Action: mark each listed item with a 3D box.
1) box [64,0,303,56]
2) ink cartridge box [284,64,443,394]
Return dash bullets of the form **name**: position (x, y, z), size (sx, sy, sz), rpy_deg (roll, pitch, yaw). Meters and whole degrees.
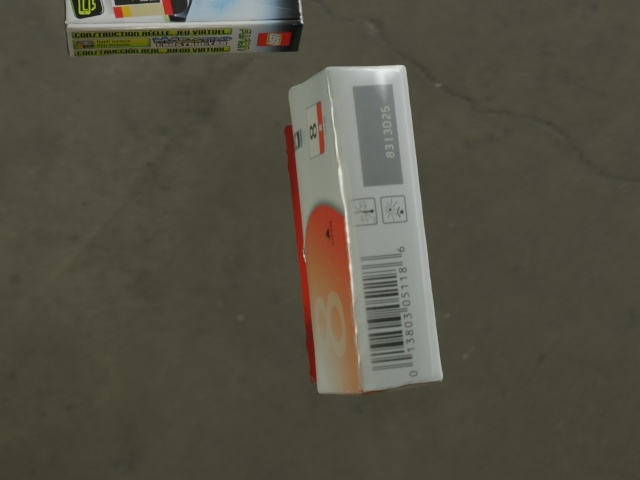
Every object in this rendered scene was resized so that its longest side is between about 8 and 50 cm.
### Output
- **box**: position (-0.071, -0.193, 0.785), size (0.114, 0.036, 0.207), rpy_deg (-3, 74, -6)
- **ink cartridge box**: position (0.000, 0.000, 0.768), size (0.045, 0.179, 0.145), rpy_deg (-5, 87, -21)
